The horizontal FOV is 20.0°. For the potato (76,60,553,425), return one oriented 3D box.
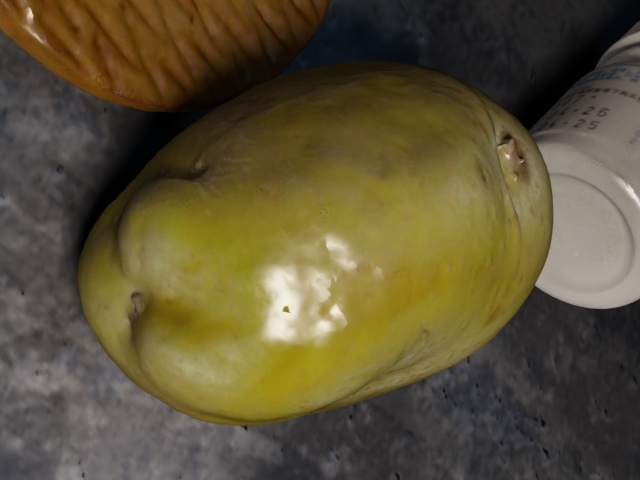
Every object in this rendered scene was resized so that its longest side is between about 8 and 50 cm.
[{"bbox_3d":[0.002,0.004,0.742,0.200,0.154,0.137,-12,48,-45],"label":"potato"}]

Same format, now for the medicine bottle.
[{"bbox_3d":[0.171,-0.046,0.977,0.168,0.105,0.105,-44,116,-41],"label":"medicine bottle"}]

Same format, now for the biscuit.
[{"bbox_3d":[-0.082,-0.182,0.771,0.262,0.037,0.262,9,77,-46],"label":"biscuit"}]
